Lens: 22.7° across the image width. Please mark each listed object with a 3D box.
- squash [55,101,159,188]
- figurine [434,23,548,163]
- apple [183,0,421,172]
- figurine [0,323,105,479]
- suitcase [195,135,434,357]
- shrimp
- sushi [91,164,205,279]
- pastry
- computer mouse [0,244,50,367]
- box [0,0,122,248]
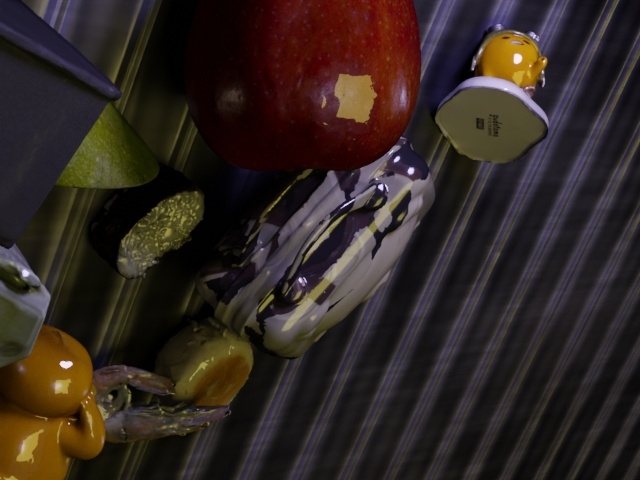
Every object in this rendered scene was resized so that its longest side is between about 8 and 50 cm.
[{"bbox_3d":[-0.284,-0.087,1.879,0.169,0.093,0.252,-48,145,-8],"label":"squash"},{"bbox_3d":[0.262,-0.227,2.377,0.250,0.166,0.141,103,-2,-69],"label":"figurine"},{"bbox_3d":[-0.019,-0.224,1.891,0.288,0.288,0.317,-11,113,-43],"label":"apple"},{"bbox_3d":[-0.367,0.221,1.993,0.228,0.215,0.215,-61,146,-9],"label":"figurine"},{"bbox_3d":[0.000,0.000,2.114,0.351,0.194,0.339,-49,170,-2],"label":"suitcase"},{"bbox_3d":[-0.234,0.221,2.175,0.223,0.047,0.126,-2,121,-5],"label":"shrimp"},{"bbox_3d":[-0.219,-0.026,2.021,0.150,0.078,0.090,-44,138,-8],"label":"sushi"},{"bbox_3d":[-0.166,0.183,2.263,0.166,0.088,0.166,-29,142,-25],"label":"pastry"},{"bbox_3d":[-0.472,0.022,1.710,0.228,0.145,0.429,-35,143,20],"label":"computer mouse"},{"bbox_3d":[-0.410,-0.174,1.522,0.204,0.251,0.345,-55,145,6],"label":"box"}]
